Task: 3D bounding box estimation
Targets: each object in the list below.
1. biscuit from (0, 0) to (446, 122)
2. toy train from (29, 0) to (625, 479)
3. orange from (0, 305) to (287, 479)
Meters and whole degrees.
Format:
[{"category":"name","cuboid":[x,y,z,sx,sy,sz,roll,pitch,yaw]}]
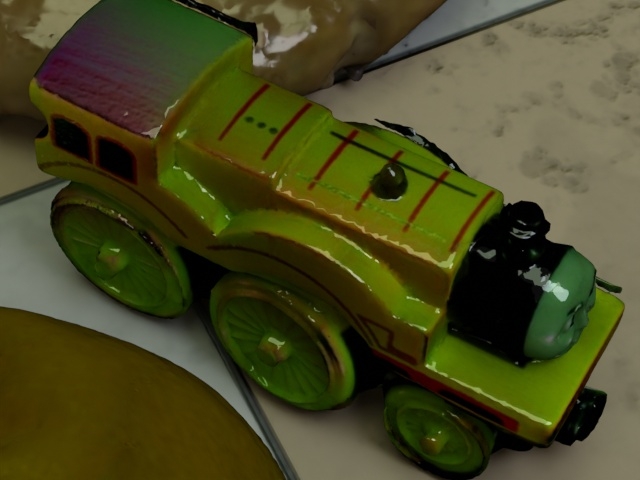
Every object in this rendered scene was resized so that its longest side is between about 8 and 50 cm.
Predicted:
[{"category":"biscuit","cuboid":[-0.109,-0.249,1.006,0.429,0.104,0.446,-2,54,-3]},{"category":"toy train","cuboid":[0.000,0.000,0.797,0.296,0.160,0.100,26,54,16]},{"category":"orange","cuboid":[-0.131,0.154,0.638,0.279,0.235,0.279,2,47,-2]}]
